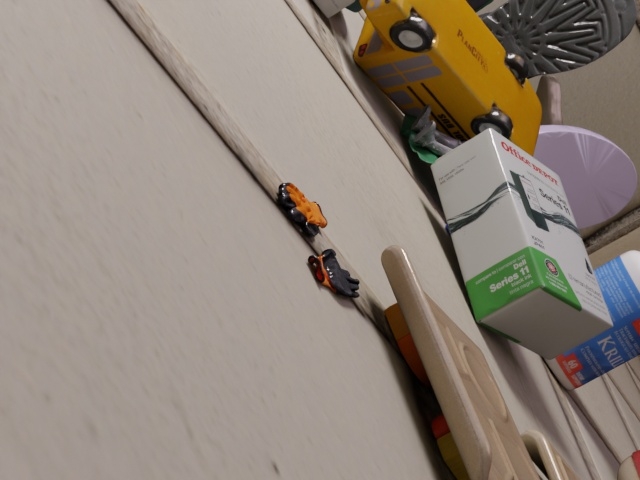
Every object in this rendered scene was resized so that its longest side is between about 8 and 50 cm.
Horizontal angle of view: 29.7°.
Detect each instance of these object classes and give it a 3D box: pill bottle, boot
[{"bbox_3d":[0.384,0.089,1.547,0.124,0.221,0.124,54,14,-20],"label":"pill bottle"},{"bbox_3d":[0.342,-0.344,2.080,0.445,0.367,0.146,-43,113,-77],"label":"boot"}]

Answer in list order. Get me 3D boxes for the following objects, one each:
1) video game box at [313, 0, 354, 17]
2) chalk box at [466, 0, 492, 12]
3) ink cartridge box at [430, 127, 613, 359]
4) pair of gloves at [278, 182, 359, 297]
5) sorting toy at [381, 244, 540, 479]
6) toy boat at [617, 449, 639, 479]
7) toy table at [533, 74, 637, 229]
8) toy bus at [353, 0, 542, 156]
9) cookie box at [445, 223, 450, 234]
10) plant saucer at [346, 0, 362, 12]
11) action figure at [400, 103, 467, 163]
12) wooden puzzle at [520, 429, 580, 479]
[{"bbox_3d":[-0.045,-0.384,1.404,0.187,0.048,0.205,43,20,-45],"label":"video game box"},{"bbox_3d":[0.149,-0.440,1.958,0.179,0.180,0.289,50,15,-36],"label":"chalk box"},{"bbox_3d":[0.213,0.003,1.291,0.153,0.087,0.208,26,41,-44],"label":"ink cartridge box"},{"bbox_3d":[0.000,0.000,0.786,0.083,0.010,0.074,64,14,18],"label":"pair of gloves"},{"bbox_3d":[0.107,0.125,0.862,0.208,0.038,0.193,51,15,-50],"label":"sorting toy"},{"bbox_3d":[0.457,0.329,1.437,0.151,0.151,0.231,55,13,-15],"label":"toy boat"},{"bbox_3d":[0.364,-0.129,1.983,0.274,0.252,0.161,17,22,-22],"label":"toy table"},{"bbox_3d":[0.154,-0.207,1.481,0.332,0.130,0.108,42,55,-37],"label":"toy bus"},{"bbox_3d":[0.190,0.007,1.413,0.092,0.040,0.107,58,14,0],"label":"cookie box"},{"bbox_3d":[0.032,-0.447,1.511,0.317,0.043,0.318,-179,-90,-79],"label":"plant saucer"},{"bbox_3d":[0.208,-0.076,1.455,0.232,0.063,0.137,32,25,-19],"label":"action figure"},{"bbox_3d":[0.250,0.295,1.001,0.221,0.044,0.239,49,12,-35],"label":"wooden puzzle"}]
